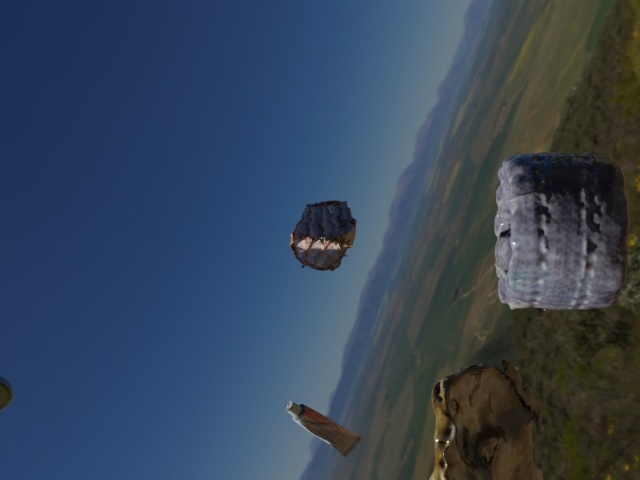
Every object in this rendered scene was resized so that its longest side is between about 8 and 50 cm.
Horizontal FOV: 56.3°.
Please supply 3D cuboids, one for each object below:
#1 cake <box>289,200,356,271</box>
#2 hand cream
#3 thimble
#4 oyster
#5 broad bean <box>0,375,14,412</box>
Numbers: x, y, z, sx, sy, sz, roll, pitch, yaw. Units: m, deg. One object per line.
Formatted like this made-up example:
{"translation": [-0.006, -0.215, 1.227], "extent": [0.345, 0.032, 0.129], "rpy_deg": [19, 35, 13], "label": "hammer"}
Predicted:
{"translation": [0.007, 0.001, 1.015], "extent": [0.287, 0.098, 0.135], "rpy_deg": [-61, -19, -82], "label": "cake"}
{"translation": [0.007, 0.396, 1.270], "extent": [0.052, 0.216, 0.038], "rpy_deg": [-32, 34, 26], "label": "hand cream"}
{"translation": [0.214, -0.008, 0.547], "extent": [0.150, 0.097, 0.150], "rpy_deg": [0, -90, -79], "label": "thimble"}
{"translation": [0.147, 0.247, 0.430], "extent": [0.128, 0.078, 0.345], "rpy_deg": [-36, -73, -55], "label": "oyster"}
{"translation": [-0.644, 0.237, 1.051], "extent": [0.100, 0.228, 0.169], "rpy_deg": [-46, -22, -16], "label": "broad bean"}
